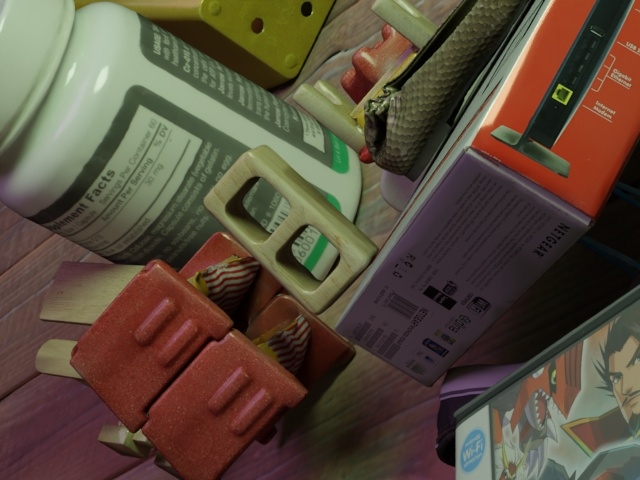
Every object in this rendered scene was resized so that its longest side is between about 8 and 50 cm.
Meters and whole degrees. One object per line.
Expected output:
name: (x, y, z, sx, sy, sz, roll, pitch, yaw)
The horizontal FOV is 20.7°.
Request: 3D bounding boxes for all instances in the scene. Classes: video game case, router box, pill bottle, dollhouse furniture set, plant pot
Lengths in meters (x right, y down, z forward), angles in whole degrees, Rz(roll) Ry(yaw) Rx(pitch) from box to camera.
video game case: (0.152, 0.141, 0.841, 0.275, 0.035, 0.248, -42, 35, 46)
router box: (0.145, -0.090, 1.121, 0.301, 0.082, 0.335, -59, 0, -23)
pill bottle: (-0.159, -0.082, 1.539, 0.204, 0.361, 0.204, -42, 31, 33)
dollhouse furniture set: (0.000, 0.000, 1.331, 0.374, 0.152, 0.201, -48, -4, 15)
plant pot: (-0.098, -0.271, 1.821, 0.187, 0.212, 0.212, 17, 78, 51)
dollhouse furniture set: (-0.165, 0.118, 1.549, 0.123, 0.151, 0.144, 3, 65, 41)

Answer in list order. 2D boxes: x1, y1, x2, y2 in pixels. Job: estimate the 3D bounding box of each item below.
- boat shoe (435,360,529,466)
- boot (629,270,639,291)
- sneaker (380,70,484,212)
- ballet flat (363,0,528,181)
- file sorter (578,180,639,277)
boat shoe: (0.141, 0.119, 1.126, 0.228, 0.080, 0.076, -9, 62, 59)
boot: (0.267, 0.128, 0.801, 0.367, 0.146, 0.445, -61, 20, 21)
sneaker: (0.120, -0.121, 1.419, 0.212, 0.080, 0.094, -49, 13, 22)
ballet flat: (0.096, -0.148, 1.133, 0.250, 0.058, 0.084, -59, 0, 29)
file sorter: (0.241, -0.044, 1.079, 0.170, 0.104, 0.118, -60, 25, 2)
